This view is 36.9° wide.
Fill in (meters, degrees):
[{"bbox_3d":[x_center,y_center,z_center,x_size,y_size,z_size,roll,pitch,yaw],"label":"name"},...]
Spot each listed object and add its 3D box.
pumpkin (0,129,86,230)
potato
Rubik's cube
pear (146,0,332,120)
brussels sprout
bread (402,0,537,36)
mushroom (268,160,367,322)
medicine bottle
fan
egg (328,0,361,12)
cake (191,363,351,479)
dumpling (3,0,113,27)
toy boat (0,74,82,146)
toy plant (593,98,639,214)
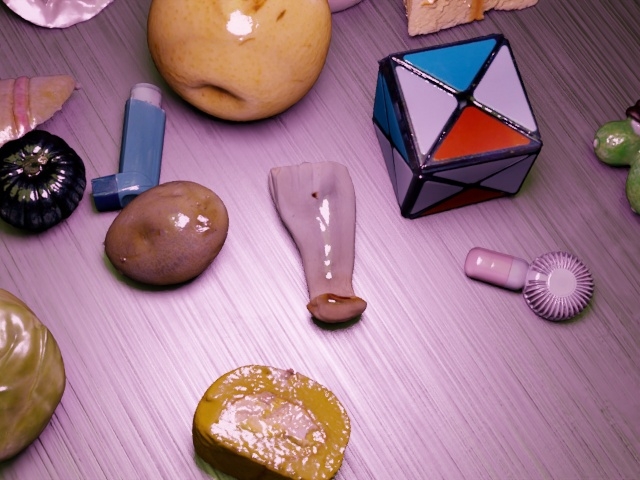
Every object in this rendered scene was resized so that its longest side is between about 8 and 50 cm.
[{"bbox_3d":[-0.530,-0.112,1.769,0.194,0.150,0.194,-10,54,14],"label":"pumpkin"},{"bbox_3d":[-0.279,-0.012,1.748,0.235,0.160,0.177,-12,47,6],"label":"potato"},{"bbox_3d":[0.247,-0.209,1.805,0.250,0.248,0.246,-13,71,-7],"label":"Rubik's cube"},{"bbox_3d":[-0.149,-0.390,1.792,0.348,0.348,0.348,1,71,-4],"label":"pear"},{"bbox_3d":[-0.583,0.215,1.596,0.328,0.247,0.328,3,69,-7],"label":"brussels sprout"},{"bbox_3d":[0.308,-0.671,2.030,0.346,0.242,0.405,-8,53,-10],"label":"bread"},{"bbox_3d":[0.000,0.000,1.795,0.159,0.122,0.328,-19,68,27],"label":"mushroom"},{"bbox_3d":[-0.361,-0.176,1.834,0.124,0.079,0.258,5,70,-2],"label":"medicine bottle"},{"bbox_3d":[0.393,0.069,1.815,0.244,0.074,0.130,17,81,7],"label":"fan"},{"bbox_3d":[-0.012,-0.678,1.904,0.355,0.340,0.354,1,70,-2],"label":"egg"},{"bbox_3d":[-0.084,0.321,1.643,0.261,0.156,0.179,27,55,0],"label":"cake"},{"bbox_3d":[-0.524,-0.559,1.918,0.293,0.163,0.204,-20,69,-23],"label":"dumpling"},{"bbox_3d":[-0.629,-0.233,1.766,0.294,0.111,0.276,-2,40,15],"label":"toy boat"},{"bbox_3d":[0.660,-0.179,1.880,0.235,0.175,0.218,-45,71,11],"label":"toy plant"}]
